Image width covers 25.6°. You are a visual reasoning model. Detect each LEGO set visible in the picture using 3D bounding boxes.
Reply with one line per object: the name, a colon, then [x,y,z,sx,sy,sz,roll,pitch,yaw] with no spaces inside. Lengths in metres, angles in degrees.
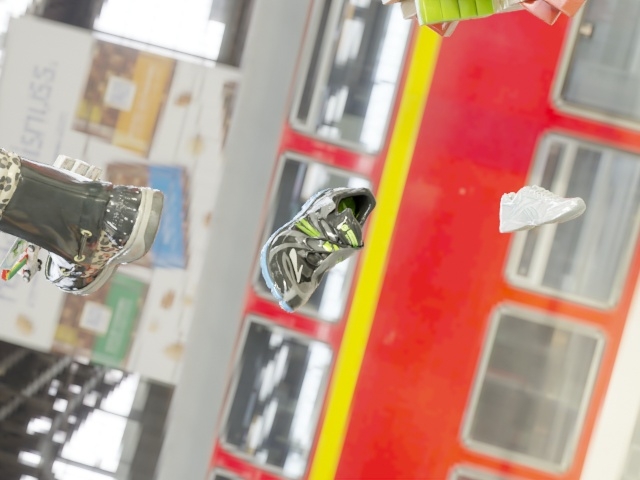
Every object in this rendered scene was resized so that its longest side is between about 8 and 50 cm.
LEGO set: [-0.422,-0.020,2.058,0.244,0.060,0.182,-59,-9,3]

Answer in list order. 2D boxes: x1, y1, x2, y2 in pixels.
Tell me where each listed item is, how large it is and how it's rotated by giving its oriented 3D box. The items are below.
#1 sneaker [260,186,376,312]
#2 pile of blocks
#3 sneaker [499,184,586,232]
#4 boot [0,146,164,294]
sneaker: [0.000,0.000,1.448,0.067,0.078,0.188,56,-137,-19]
pile of blocks: [0.196,-0.273,1.466,0.149,0.362,0.113,-11,-89,-44]
sneaker: [0.302,-0.049,1.961,0.053,0.152,0.061,-4,-95,-39]
boot: [-0.269,-0.021,1.342,0.236,0.178,0.085,-25,52,58]
